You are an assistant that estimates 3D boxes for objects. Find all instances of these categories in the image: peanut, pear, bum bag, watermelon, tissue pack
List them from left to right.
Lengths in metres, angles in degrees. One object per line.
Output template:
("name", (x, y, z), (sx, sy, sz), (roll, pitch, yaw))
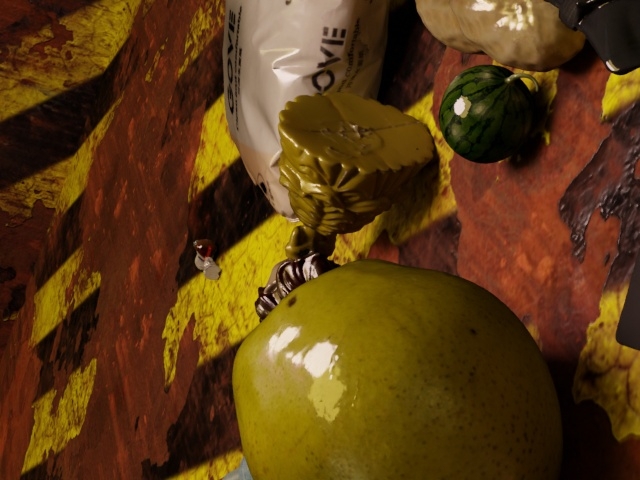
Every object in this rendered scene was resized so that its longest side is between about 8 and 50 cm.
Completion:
("tissue pack", (-0.028, -0.253, 1.769), (0.390, 0.195, 0.375), (-128, 44, -64))
("pear", (0.073, 0.155, 1.117), (0.294, 0.294, 0.294), (-48, 33, 48))
("watermelon", (0.167, -0.131, 1.313), (0.109, 0.109, 0.109), (-48, 33, 48))
("peanut", (0.173, -0.238, 1.330), (0.111, 0.125, 0.274), (-64, 24, 3))
("bum bag", (0.259, -0.226, 1.141), (0.123, 0.060, 0.248), (-27, 32, -1))

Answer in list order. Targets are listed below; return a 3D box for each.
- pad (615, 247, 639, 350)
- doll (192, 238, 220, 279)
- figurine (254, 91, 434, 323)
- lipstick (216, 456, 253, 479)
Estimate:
("pad", (0.289, 0.041, 1.030), (0.157, 0.003, 0.112), (18, 93, 69))
("doll", (-0.186, 0.029, 2.145), (0.085, 0.040, 0.058), (-148, 62, -72))
("figurine", (-0.003, -0.003, 1.572), (0.187, 0.168, 0.315), (-33, -30, -51))
("lipstick", (-0.079, 0.298, 1.671), (0.274, 0.061, 0.068), (-38, 44, 57))
